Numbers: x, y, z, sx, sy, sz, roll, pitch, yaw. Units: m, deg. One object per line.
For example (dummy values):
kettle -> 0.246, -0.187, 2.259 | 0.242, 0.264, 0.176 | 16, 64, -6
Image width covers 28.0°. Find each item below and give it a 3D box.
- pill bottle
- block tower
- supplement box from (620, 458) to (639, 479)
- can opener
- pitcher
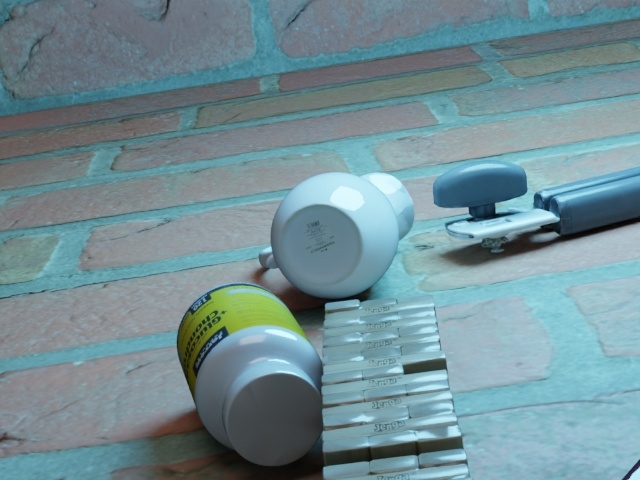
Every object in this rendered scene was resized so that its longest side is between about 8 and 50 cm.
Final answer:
pill bottle -> -0.053, 0.105, 1.010 | 0.103, 0.103, 0.184 | -12, 17, -10
block tower -> 0.051, 0.133, 0.890 | 0.091, 0.097, 0.335 | -7, 16, 2
supplement box -> 0.243, 0.165, 0.730 | 0.130, 0.073, 0.239 | 5, 21, 37
can opener -> 0.261, -0.048, 1.377 | 0.280, 0.093, 0.074 | -9, 16, -16
pitcher -> 0.000, 0.000, 1.323 | 0.178, 0.125, 0.207 | -26, 3, 15
